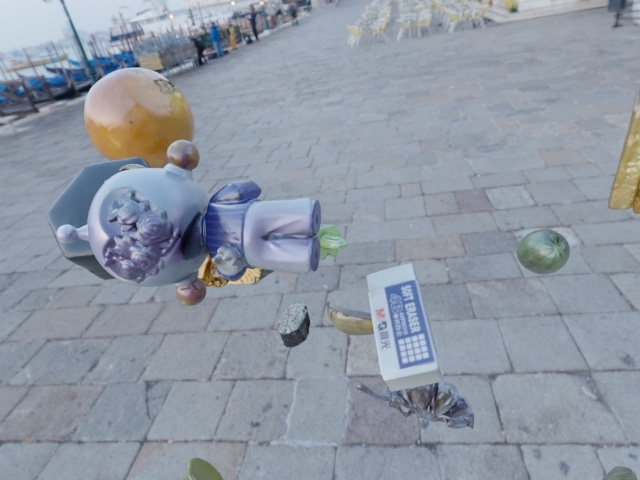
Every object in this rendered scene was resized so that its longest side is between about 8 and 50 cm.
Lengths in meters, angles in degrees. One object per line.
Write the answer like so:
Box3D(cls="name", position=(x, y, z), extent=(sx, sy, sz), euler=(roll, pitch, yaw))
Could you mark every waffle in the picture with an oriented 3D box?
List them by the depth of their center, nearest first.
Box3D(cls="waffle", position=(0.694, -0.204, 0.897), extent=(0.098, 0.224, 0.327), euler=(15, 32, 30))

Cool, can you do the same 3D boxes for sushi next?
Box3D(cls="sushi", position=(-0.080, 0.261, 1.330), extent=(0.090, 0.078, 0.150), euler=(-12, 25, 17))

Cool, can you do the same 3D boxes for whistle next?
Box3D(cls="whistle", position=(0.000, 0.000, 1.090), extent=(0.105, 0.085, 0.227), euler=(-14, 14, -28))

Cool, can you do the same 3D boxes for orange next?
Box3D(cls="orange", position=(-0.530, -0.352, 1.259), extent=(0.312, 0.312, 0.312), euler=(-8, 30, 5))

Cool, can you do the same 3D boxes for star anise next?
Box3D(cls="star anise", position=(0.327, 0.491, 1.344), extent=(0.359, 0.316, 0.139), euler=(25, 53, -4))

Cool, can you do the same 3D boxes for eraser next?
Box3D(cls="eraser", position=(0.191, 0.194, 0.987), extent=(0.124, 0.081, 0.279), euler=(-18, 46, 15))

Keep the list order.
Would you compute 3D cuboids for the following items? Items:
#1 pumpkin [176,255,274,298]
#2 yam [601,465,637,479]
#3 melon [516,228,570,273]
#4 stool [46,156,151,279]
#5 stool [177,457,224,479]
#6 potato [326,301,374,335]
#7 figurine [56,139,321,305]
Box3D(cls="pumpkin", position=(-0.233, 0.077, 1.134), extent=(0.190, 0.280, 0.139), euler=(33, 18, 4))
Box3D(cls="yam", position=(0.596, 0.500, 0.853), extent=(0.132, 0.054, 0.054), euler=(1, 16, -42))
Box3D(cls="melon", position=(0.562, 0.028, 1.073), extent=(0.114, 0.114, 0.167), euler=(-4, -9, 12))
Box3D(cls="stool", position=(-0.387, -0.039, 0.829), extent=(0.232, 0.141, 0.232), euler=(-4, 63, 8))
Box3D(cls="stool", position=(-0.278, 0.552, 0.913), extent=(0.110, 0.135, 0.134), euler=(-46, 32, -6))
Box3D(cls="potato", position=(0.127, 0.304, 1.517), extent=(0.261, 0.100, 0.120), euler=(10, 8, 17))
Box3D(cls="figurine", position=(-0.139, -0.001, 0.495), extent=(0.274, 0.194, 0.133), euler=(24, 16, 4))
